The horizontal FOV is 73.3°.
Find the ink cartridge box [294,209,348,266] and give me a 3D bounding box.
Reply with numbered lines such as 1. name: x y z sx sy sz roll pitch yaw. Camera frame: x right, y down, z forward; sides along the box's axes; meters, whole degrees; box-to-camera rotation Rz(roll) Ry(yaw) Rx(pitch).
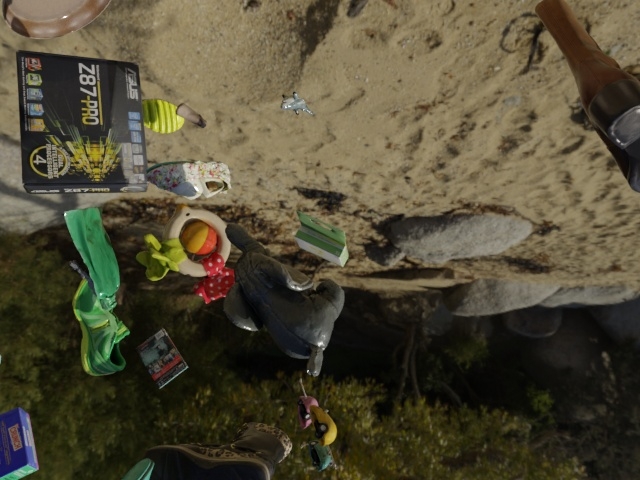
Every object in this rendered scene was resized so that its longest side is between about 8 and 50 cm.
1. ink cartridge box: 0.000 0.000 1.373 0.171 0.056 0.235 24 167 14

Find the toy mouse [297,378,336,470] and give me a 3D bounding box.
1. toy mouse: -0.007 0.316 0.713 0.031 0.161 0.143 -8 138 -22

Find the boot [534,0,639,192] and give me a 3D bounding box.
1. boot: 0.454 -0.228 0.688 0.264 0.280 0.096 19 137 -30

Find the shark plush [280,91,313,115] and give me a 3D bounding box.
1. shark plush: -0.096 -0.526 1.694 0.073 0.067 0.161 5 177 31

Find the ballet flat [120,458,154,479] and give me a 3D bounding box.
1. ballet flat: -0.491 0.658 1.051 0.083 0.087 0.247 -19 -167 28

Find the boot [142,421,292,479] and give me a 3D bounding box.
1. boot: -0.284 0.632 1.257 0.377 0.138 0.284 -5 174 15

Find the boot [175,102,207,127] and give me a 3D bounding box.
1. boot: -0.390 -0.377 1.314 0.087 0.042 0.118 34 -169 -12

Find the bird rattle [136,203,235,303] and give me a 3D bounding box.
1. bird rattle: -0.286 0.026 1.010 0.253 0.207 0.143 22 160 -24

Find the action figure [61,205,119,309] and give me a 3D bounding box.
1. action figure: -0.501 0.045 0.955 0.063 0.232 0.137 -12 -172 9

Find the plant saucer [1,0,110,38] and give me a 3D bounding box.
1. plant saucer: -0.695 -0.660 1.140 0.310 0.050 0.310 -34 -173 5

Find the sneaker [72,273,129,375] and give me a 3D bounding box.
1. sneaker: -0.580 0.223 1.162 0.123 0.295 0.109 0 -164 2

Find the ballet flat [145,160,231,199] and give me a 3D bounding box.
1. ballet flat: -0.260 -0.127 0.909 0.091 0.077 0.241 -24 -179 25

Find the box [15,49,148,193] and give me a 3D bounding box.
1. box: -0.687 -0.335 1.257 0.318 0.395 0.097 -3 171 -27

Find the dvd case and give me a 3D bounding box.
1. dvd case: -0.397 0.293 1.075 0.087 0.119 0.013 -38 168 -2

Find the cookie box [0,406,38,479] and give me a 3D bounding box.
1. cookie box: -0.481 0.312 0.622 0.107 0.092 0.040 -21 150 -21

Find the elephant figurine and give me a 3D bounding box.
1. elephant figurine: -0.089 0.090 0.747 0.239 0.169 0.186 43 154 -18

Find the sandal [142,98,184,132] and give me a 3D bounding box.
1. sandal: -0.670 -0.477 1.592 0.317 0.126 0.138 0 -155 -32
